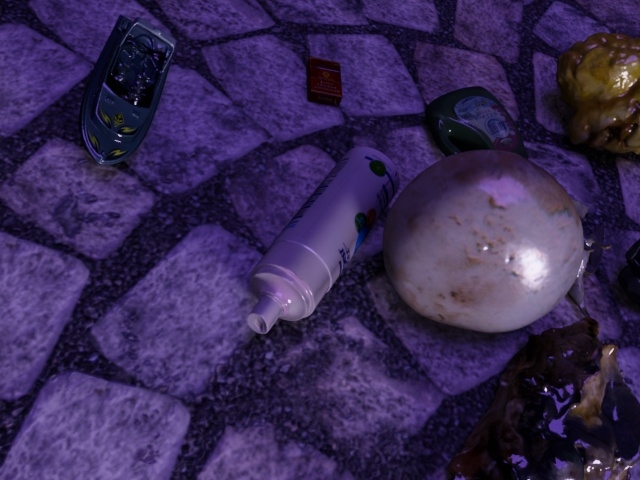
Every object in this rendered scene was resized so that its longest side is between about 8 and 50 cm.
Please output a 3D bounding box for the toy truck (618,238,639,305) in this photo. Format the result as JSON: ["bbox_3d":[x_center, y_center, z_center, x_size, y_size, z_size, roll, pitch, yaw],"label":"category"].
[{"bbox_3d":[0.551,0.075,1.036,0.165,0.147,0.224,-1,49,-50],"label":"toy truck"}]

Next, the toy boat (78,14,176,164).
[{"bbox_3d":[-0.257,-0.196,0.957,0.093,0.103,0.246,30,51,-29],"label":"toy boat"}]

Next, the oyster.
[{"bbox_3d":[0.302,0.239,0.845,0.221,0.096,0.361,41,54,3],"label":"oyster"}]

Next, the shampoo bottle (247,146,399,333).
[{"bbox_3d":[0.000,0.000,0.907,0.092,0.092,0.303,32,50,5],"label":"shampoo bottle"}]

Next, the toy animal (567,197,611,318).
[{"bbox_3d":[0.354,0.028,1.016,0.219,0.095,0.155,-3,52,-21],"label":"toy animal"}]

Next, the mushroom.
[{"bbox_3d":[0.198,-0.012,0.923,0.244,0.243,0.243,10,52,-13],"label":"mushroom"}]

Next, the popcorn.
[{"bbox_3d":[0.496,-0.238,1.230,0.200,0.226,0.203,30,85,46],"label":"popcorn"}]

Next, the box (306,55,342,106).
[{"bbox_3d":[0.006,-0.249,1.139,0.052,0.023,0.082,9,53,-15],"label":"box"}]

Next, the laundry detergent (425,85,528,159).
[{"bbox_3d":[0.255,-0.140,1.126,0.137,0.063,0.210,-15,64,-24],"label":"laundry detergent"}]
